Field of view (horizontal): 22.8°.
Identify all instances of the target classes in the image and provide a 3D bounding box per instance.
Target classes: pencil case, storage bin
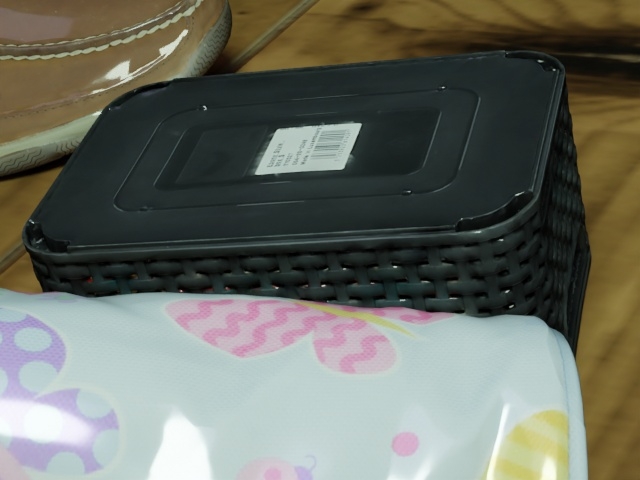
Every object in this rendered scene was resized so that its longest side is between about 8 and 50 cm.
[{"bbox_3d":[-0.069,0.065,0.399,0.273,0.113,0.124,5,13,-5],"label":"pencil case"},{"bbox_3d":[0.000,0.000,0.573,0.180,0.084,0.122,-4,33,18],"label":"storage bin"}]

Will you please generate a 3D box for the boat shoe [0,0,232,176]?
[{"bbox_3d":[-0.207,-0.100,0.783,0.324,0.116,0.123,-9,32,9],"label":"boat shoe"}]
